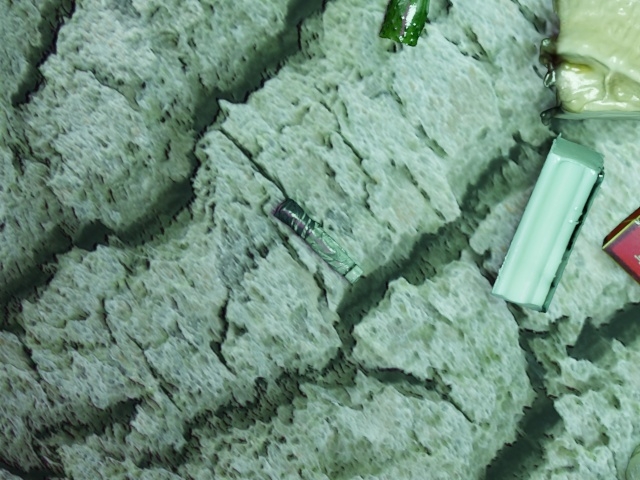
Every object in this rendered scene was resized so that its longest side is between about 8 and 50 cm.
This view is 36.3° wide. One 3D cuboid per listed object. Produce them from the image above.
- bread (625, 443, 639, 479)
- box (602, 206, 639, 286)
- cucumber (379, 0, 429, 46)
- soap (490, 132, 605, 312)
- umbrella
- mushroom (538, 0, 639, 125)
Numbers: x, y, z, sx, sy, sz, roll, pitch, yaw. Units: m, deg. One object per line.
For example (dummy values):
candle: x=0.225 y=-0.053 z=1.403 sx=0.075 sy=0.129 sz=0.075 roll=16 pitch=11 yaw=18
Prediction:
bread: x=0.585 y=0.433 z=1.614 sx=0.183 sy=0.102 sz=0.337 roll=19 pitch=114 yaw=16
box: x=0.569 y=-0.020 z=1.485 sx=0.153 sy=0.074 sz=0.240 roll=43 pitch=116 yaw=-3
cucumber: x=0.135 y=-0.364 z=1.541 sx=0.067 sy=0.035 sz=0.107 roll=21 pitch=111 yaw=13
soap: x=0.352 y=-0.027 z=1.513 sx=0.094 sy=0.150 sz=0.261 roll=20 pitch=112 yaw=8
umbrella: x=0.000 y=0.000 z=1.702 sx=0.188 sy=0.050 sz=0.046 roll=42 pitch=95 yaw=3
mushroom: x=0.515 y=-0.303 z=1.343 sx=0.398 sy=0.224 sz=0.313 roll=7 pitch=95 yaw=17
